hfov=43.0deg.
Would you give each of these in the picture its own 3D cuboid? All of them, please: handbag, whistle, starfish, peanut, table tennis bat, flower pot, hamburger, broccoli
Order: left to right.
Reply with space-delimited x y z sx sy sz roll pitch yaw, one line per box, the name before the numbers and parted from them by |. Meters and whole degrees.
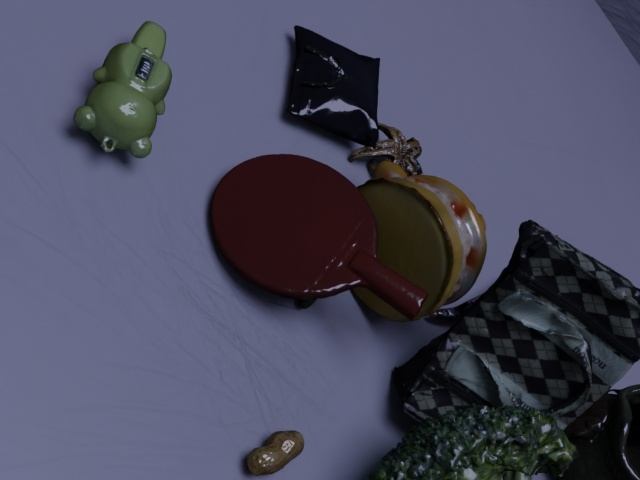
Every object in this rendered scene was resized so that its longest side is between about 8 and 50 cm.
whistle | -0.314 -0.255 1.346 0.131 0.106 0.289 27 51 -24
peanut | -0.069 0.328 1.258 0.113 0.054 0.054 -24 82 -46
table tennis bat | 0.000 0.000 1.395 0.414 0.051 0.268 33 63 9
handbag | 0.031 -0.326 1.694 0.211 0.089 0.254 18 55 -20
starfish | 0.145 -0.191 1.737 0.189 0.074 0.146 7 68 -36
hamburger | 0.162 -0.008 1.525 0.302 0.261 0.186 39 33 23
broccoli | 0.242 0.411 1.328 0.375 0.249 0.302 -22 102 -22
handbag | 0.359 0.189 1.455 0.316 0.416 0.180 35 19 -19
flower pot | 0.615 0.426 1.676 0.301 0.213 0.302 20 55 -32

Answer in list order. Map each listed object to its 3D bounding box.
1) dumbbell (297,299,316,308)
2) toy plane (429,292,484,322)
dumbbell | -0.056 0.069 1.424 0.118 0.046 0.052 40 41 -15
toy plane | 0.361 0.150 1.697 0.316 0.103 0.204 8 62 -38
